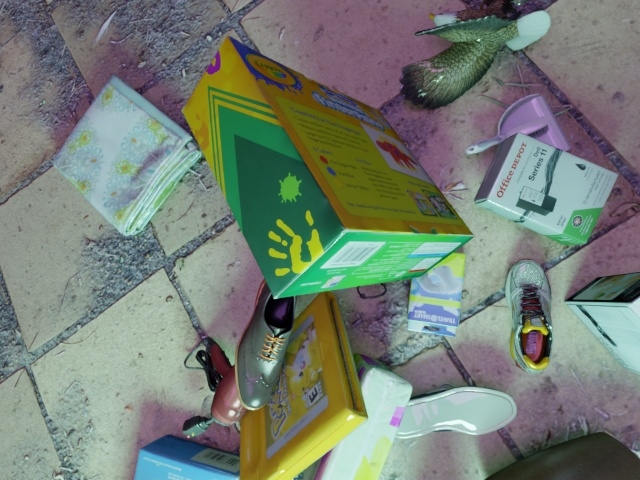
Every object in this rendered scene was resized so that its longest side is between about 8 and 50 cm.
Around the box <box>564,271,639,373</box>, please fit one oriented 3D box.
[{"bbox_3d":[0.540,0.143,0.675,0.087,0.290,0.169,-39,76,7],"label":"box"}]

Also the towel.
[{"bbox_3d":[-0.541,-0.237,1.126,0.374,0.090,0.321,40,92,17],"label":"towel"}]

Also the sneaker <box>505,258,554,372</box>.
[{"bbox_3d":[0.422,0.147,0.807,0.088,0.092,0.226,-4,79,14],"label":"sneaker"}]

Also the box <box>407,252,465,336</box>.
[{"bbox_3d":[0.248,0.112,0.885,0.108,0.042,0.178,6,82,16],"label":"box"}]

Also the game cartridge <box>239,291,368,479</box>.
[{"bbox_3d":[-0.058,0.297,0.802,0.324,0.052,0.285,-47,30,22],"label":"game cartridge"}]

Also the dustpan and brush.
[{"bbox_3d":[0.415,-0.226,0.887,0.211,0.060,0.147,-22,76,10],"label":"dustpan and brush"}]

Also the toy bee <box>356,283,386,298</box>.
[{"bbox_3d":[0.000,0.000,0.902,0.298,0.195,0.162,3,122,10],"label":"toy bee"}]

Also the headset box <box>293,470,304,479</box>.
[{"bbox_3d":[-0.032,0.499,0.900,0.062,0.032,0.083,-24,75,9],"label":"headset box"}]

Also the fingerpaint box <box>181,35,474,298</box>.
[{"bbox_3d":[0.034,-0.109,0.741,0.163,0.444,0.371,-43,65,30],"label":"fingerpaint box"}]

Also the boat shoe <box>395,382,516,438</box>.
[{"bbox_3d":[0.255,0.344,0.826,0.254,0.079,0.095,-19,79,13],"label":"boat shoe"}]

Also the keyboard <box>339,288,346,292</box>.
[{"bbox_3d":[0.084,-0.007,0.965,0.072,0.014,0.256,27,88,22],"label":"keyboard"}]

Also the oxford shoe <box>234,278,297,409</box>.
[{"bbox_3d":[-0.104,0.192,0.784,0.096,0.098,0.272,12,83,-15],"label":"oxford shoe"}]

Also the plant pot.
[{"bbox_3d":[0.445,0.449,0.711,0.230,0.215,0.215,-34,74,-8],"label":"plant pot"}]

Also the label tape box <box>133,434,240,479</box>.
[{"bbox_3d":[-0.297,0.650,0.906,0.249,0.115,0.348,7,85,16],"label":"label tape box"}]

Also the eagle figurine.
[{"bbox_3d":[0.316,-0.437,0.875,0.225,0.226,0.298,13,64,52],"label":"eagle figurine"}]

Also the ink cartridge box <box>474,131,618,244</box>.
[{"bbox_3d":[0.442,-0.102,0.821,0.208,0.087,0.153,24,92,4],"label":"ink cartridge box"}]

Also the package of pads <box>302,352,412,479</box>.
[{"bbox_3d":[0.059,0.377,0.786,0.101,0.229,0.297,25,81,1],"label":"package of pads"}]

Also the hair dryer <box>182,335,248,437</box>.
[{"bbox_3d":[-0.215,0.286,0.895,0.293,0.080,0.224,-28,55,25],"label":"hair dryer"}]
